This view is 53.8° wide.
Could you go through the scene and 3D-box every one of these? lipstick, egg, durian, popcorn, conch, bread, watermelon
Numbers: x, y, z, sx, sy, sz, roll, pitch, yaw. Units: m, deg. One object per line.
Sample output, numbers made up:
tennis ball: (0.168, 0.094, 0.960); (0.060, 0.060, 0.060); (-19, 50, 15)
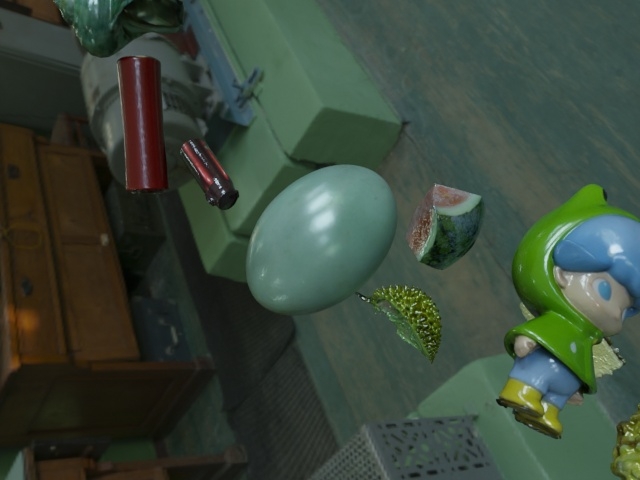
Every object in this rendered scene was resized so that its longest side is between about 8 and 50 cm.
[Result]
lipstick: (-0.314, -0.202, 1.120); (0.080, 0.080, 0.241); (1, 95, 51)
egg: (0.000, 0.000, 1.400); (0.389, 0.276, 0.276); (-47, 45, 1)
durian: (0.152, 0.136, 1.202); (0.215, 0.086, 0.100); (44, 121, 35)
popcorn: (0.840, 0.547, 1.576); (0.225, 0.173, 0.286); (-23, 35, 4)
conch: (-0.338, -0.388, 1.066); (0.176, 0.188, 0.121); (13, 126, 66)
bread: (0.640, 0.244, 1.652); (0.142, 0.178, 0.266); (-32, 84, -1)
watermelon: (0.134, -0.018, 0.663); (0.084, 0.092, 0.072); (-52, 57, 41)

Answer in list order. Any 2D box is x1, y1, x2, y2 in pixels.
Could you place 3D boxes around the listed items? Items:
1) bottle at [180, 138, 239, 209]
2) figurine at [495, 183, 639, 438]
bottle: (-0.204, -0.120, 1.158); (0.164, 0.060, 0.060); (52, 122, 36)
figurine: (0.268, 0.071, 0.674); (0.143, 0.162, 0.263); (2, 58, 58)
